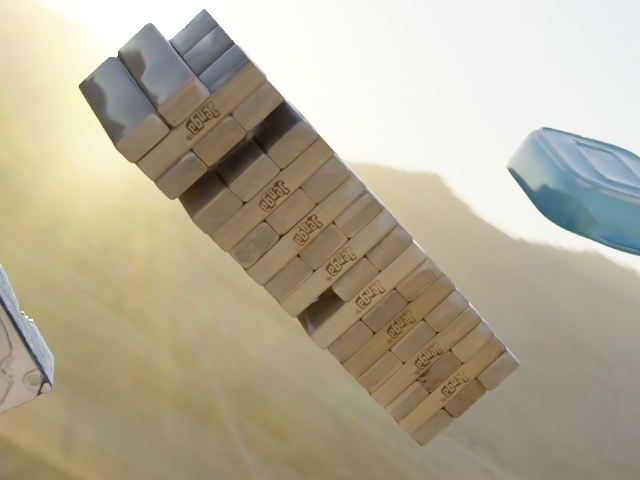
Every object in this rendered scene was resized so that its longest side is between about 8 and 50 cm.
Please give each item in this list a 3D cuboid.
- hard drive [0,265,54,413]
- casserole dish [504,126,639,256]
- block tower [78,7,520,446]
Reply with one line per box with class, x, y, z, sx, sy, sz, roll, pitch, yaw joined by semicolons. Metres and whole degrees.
hard drive;-0.440;0.096;1.336;0.064;0.338;0.237;-103;171;-62
casserole dish;0.199;-0.038;1.059;0.114;0.037;0.188;14;18;-11
block tower;0.000;0.000;0.937;0.335;0.091;0.097;46;5;-36
